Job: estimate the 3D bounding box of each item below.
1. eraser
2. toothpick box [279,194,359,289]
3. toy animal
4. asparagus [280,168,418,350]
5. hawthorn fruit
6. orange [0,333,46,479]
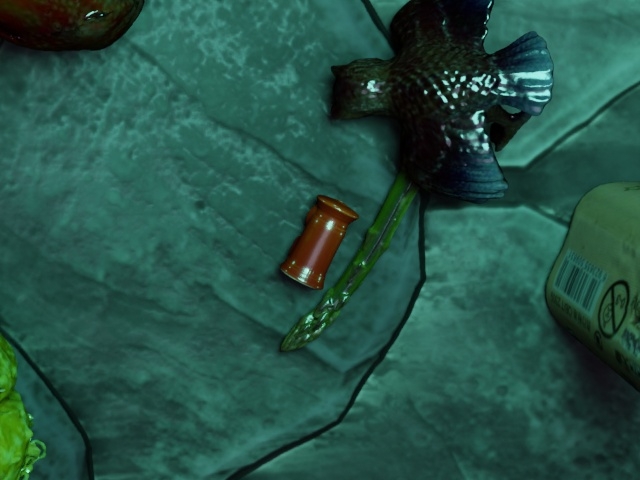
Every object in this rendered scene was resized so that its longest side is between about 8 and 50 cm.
[{"bbox_3d":[0.289,0.044,0.872,0.087,0.290,0.171,17,99,-9],"label":"eraser"},{"bbox_3d":[0.000,0.000,0.959,0.047,0.047,0.083,26,96,-10],"label":"toothpick box"},{"bbox_3d":[0.102,-0.141,0.903,0.179,0.116,0.218,-2,90,-7],"label":"toy animal"},{"bbox_3d":[0.038,0.016,0.975,0.034,0.027,0.236,33,96,-6],"label":"asparagus"},{"bbox_3d":[-0.240,-0.262,0.823,0.235,0.181,0.181,33,96,-11],"label":"hawthorn fruit"},{"bbox_3d":[-0.402,0.170,0.865,0.300,0.223,0.301,-11,103,2],"label":"orange"}]
